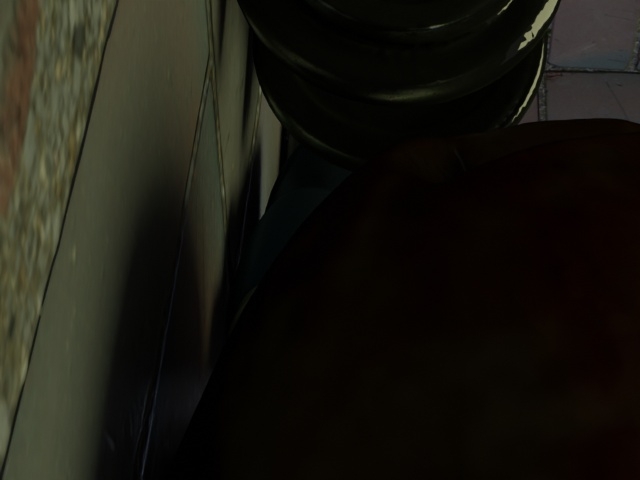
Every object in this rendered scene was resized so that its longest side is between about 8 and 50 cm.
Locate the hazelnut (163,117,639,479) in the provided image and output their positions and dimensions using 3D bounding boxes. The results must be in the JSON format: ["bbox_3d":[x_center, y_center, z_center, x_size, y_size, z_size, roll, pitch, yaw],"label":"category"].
[{"bbox_3d":[0.095,0.161,0.679,0.402,0.402,0.429,75,20,-80],"label":"hazelnut"}]

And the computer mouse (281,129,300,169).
[{"bbox_3d":[0.000,0.000,1.306,0.158,0.072,0.310,89,3,-74],"label":"computer mouse"}]

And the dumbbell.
[{"bbox_3d":[0.046,-0.146,0.909,0.290,0.192,0.192,84,9,-75],"label":"dumbbell"}]

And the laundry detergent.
[{"bbox_3d":[-0.004,0.026,0.974,0.290,0.094,0.143,-77,-178,-75],"label":"laundry detergent"}]
